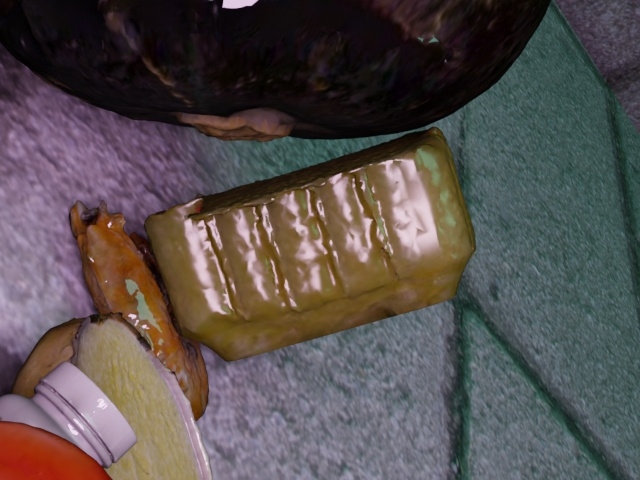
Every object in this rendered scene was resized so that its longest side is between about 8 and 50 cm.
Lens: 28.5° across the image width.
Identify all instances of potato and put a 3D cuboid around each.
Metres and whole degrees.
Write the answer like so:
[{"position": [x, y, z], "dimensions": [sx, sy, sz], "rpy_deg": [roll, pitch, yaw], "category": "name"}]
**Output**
[{"position": [-0.139, 0.150, 0.806], "dimensions": [0.200, 0.081, 0.164], "rpy_deg": [69, 17, 4], "category": "potato"}]

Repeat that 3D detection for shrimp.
[{"position": [-0.135, 0.051, 0.957], "dimensions": [0.132, 0.051, 0.188], "rpy_deg": [-71, 138, -84], "category": "shrimp"}]

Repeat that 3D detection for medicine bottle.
[{"position": [-0.170, 0.133, 0.678], "dimensions": [0.140, 0.079, 0.079], "rpy_deg": [-43, 111, -20], "category": "medicine bottle"}]

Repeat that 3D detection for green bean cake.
[{"position": [0.000, 0.000, 0.988], "dimensions": [0.233, 0.236, 0.124], "rpy_deg": [-54, 128, -83], "category": "green bean cake"}]

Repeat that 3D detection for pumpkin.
[{"position": [-0.043, -0.244, 0.930], "dimensions": [0.454, 0.454, 0.344], "rpy_deg": [11, 84, -60], "category": "pumpkin"}]

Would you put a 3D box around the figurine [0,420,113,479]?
[{"position": [-0.084, 0.255, 0.561], "dimensions": [0.261, 0.211, 0.270], "rpy_deg": [66, 32, -45], "category": "figurine"}]
